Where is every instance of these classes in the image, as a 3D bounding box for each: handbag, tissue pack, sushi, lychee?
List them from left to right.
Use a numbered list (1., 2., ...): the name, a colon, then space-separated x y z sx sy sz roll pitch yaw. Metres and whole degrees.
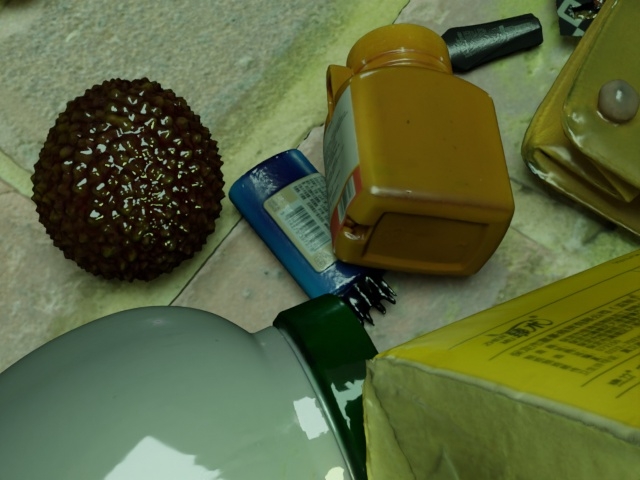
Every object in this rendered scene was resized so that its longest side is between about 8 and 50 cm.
1. lychee: -0.170 -0.056 1.158 0.188 0.188 0.188 0 65 0
2. sushi: 0.292 -0.255 1.325 0.120 0.026 0.126 1 68 -7
3. tissue pack: 0.263 0.145 0.915 0.382 0.228 0.293 -16 20 -38
4. handbag: 0.400 -0.167 1.229 0.283 0.133 0.401 33 67 0

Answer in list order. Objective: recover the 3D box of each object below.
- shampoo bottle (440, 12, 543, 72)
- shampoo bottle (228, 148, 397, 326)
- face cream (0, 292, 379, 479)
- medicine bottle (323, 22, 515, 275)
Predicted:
1. shampoo bottle: 0.155 -0.196 1.301 0.137 0.027 0.048 -17 75 -7
2. shampoo bottle: 0.000 0.000 1.197 0.087 0.050 0.183 -32 69 -22
3. face cream: -0.113 0.199 1.013 0.357 0.219 0.312 -21 67 -10
4. medicine bottle: 0.083 -0.086 1.186 0.149 0.112 0.222 7 51 -15
